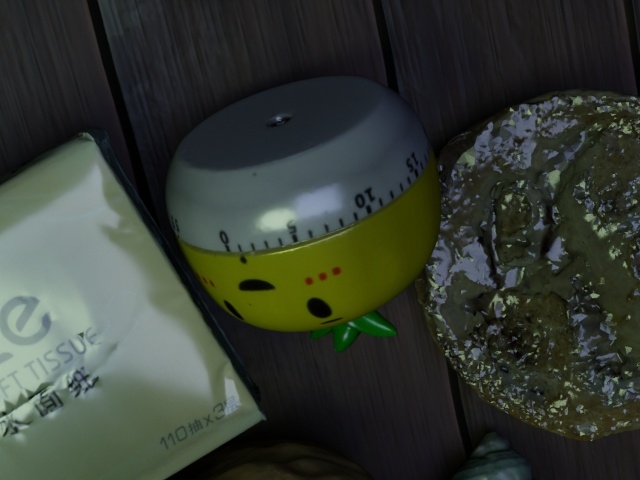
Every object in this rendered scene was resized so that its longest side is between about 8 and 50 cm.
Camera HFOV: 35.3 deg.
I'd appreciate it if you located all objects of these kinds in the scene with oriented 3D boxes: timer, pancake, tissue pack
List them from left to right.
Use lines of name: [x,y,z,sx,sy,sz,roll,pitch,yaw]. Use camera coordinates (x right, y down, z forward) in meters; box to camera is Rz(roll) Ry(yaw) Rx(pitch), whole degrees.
tissue pack: [-0.304,0.128,0.969,0.405,0.205,0.331,-31,103,-6]
timer: [0.000,0.000,0.992,0.285,0.285,0.285,-3,103,-13]
pancake: [0.281,0.025,1.086,0.387,0.082,0.386,3,99,17]

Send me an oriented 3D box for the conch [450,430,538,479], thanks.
conch: [0.209,0.362,1.166,0.220,0.195,0.277,-1,79,-33]

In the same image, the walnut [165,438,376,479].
walnut: [-0.076,0.369,1.010,0.384,0.383,0.383,-3,103,-13]
